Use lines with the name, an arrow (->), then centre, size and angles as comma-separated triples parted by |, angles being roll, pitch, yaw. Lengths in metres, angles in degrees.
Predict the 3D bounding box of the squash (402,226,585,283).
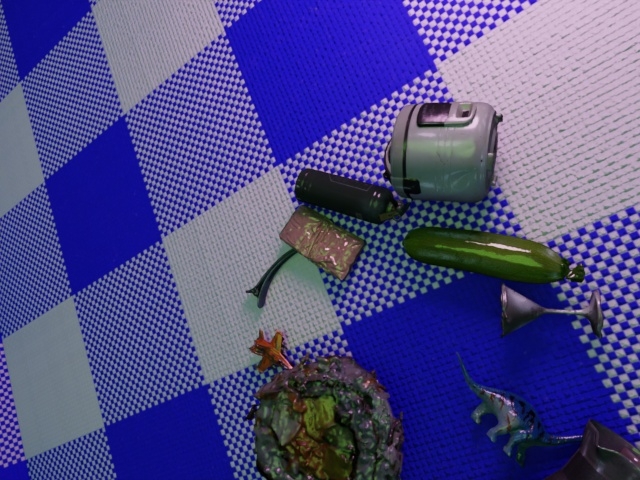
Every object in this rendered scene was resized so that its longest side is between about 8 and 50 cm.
squash -> 0.363, 0.030, 0.947 | 0.379, 0.101, 0.101 | 11, 92, 31

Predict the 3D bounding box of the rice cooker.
rice cooker -> 0.262, -0.196, 0.946 | 0.244, 0.226, 0.226 | 6, 89, 29

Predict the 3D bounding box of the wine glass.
wine glass -> 0.466, 0.147, 0.885 | 0.183, 0.122, 0.122 | 0, 87, 22

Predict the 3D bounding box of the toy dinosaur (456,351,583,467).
toy dinosaur -> 0.406, 0.389, 0.917 | 0.329, 0.076, 0.144 | 30, 90, 21

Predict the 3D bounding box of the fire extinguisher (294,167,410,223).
fire extinguisher -> 0.083, -0.109, 1.089 | 0.311, 0.114, 0.095 | 19, 70, 25

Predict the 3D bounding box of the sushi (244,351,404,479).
sushi -> 0.019, 0.470, 1.049 | 0.418, 0.176, 0.417 | -1, 88, 26

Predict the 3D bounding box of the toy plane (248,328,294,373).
toy plane -> -0.114, 0.326, 1.195 | 0.188, 0.062, 0.135 | 29, 100, 11

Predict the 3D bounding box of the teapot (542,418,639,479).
teapot -> 0.495, 0.538, 0.783 | 0.300, 0.253, 0.344 | 31, 100, -13

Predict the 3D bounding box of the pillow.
pillow -> 0.000, 0.000, 1.152 | 0.232, 0.043, 0.126 | 33, 89, 23

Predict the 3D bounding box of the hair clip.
hair clip -> -0.125, 0.086, 1.221 | 0.070, 0.039, 0.229 | 45, 105, 23
